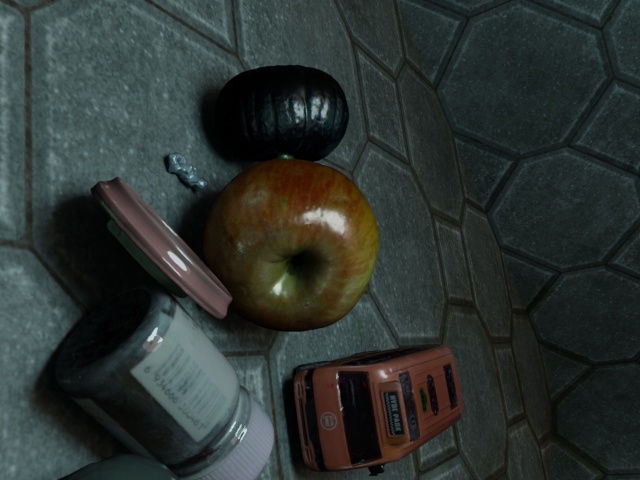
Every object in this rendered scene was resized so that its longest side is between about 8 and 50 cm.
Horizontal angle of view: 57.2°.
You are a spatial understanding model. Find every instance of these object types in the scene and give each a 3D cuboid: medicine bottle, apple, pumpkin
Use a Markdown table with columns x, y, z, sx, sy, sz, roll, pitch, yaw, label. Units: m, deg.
| x | y | z | sx | sy | sz | roll | pitch | yaw | label |
| --- | --- | --- | --- | --- | --- | --- | --- | --- | --- |
| -0.190 | 0.202 | 0.759 | 0.273 | 0.165 | 0.165 | 59 | 33 | -30 | medicine bottle |
| -0.049 | 0.001 | 0.992 | 0.301 | 0.301 | 0.302 | 34 | 49 | -50 | apple |
| -0.067 | -0.198 | 1.088 | 0.248 | 0.248 | 0.248 | 34 | 49 | -50 | pumpkin |

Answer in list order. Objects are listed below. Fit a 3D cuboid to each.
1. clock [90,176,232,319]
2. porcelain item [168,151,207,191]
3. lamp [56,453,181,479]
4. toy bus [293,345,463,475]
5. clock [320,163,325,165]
| x | y | z | sx | sy | sz | roll | pitch | yaw | label |
| --- | --- | --- | --- | --- | --- | --- | --- | --- | --- |
| -0.211 | 0.015 | 0.784 | 0.244 | 0.056 | 0.244 | 47 | -8 | 8 | clock |
| -0.225 | -0.116 | 0.982 | 0.083 | 0.028 | 0.036 | 46 | 43 | -40 | porcelain item |
| -0.192 | 0.338 | 0.682 | 0.314 | 0.181 | 0.182 | 26 | 55 | -60 | lamp |
| 0.132 | 0.327 | 1.198 | 0.427 | 0.233 | 0.203 | 8 | 71 | -60 | toy bus |
| -0.014 | -0.083 | 1.232 | 0.210 | 0.066 | 0.159 | -2 | 73 | -39 | clock |
